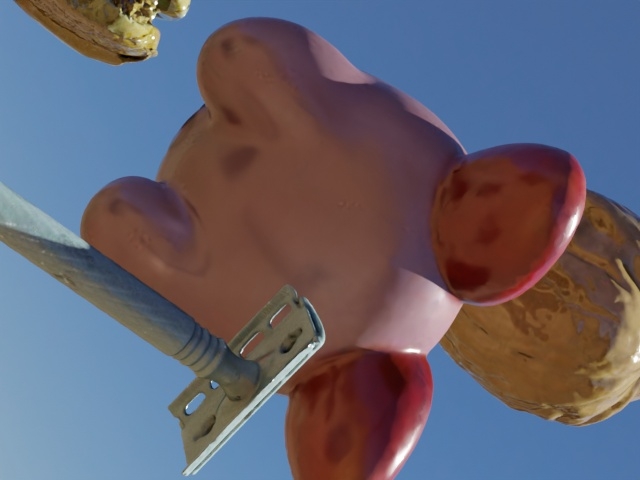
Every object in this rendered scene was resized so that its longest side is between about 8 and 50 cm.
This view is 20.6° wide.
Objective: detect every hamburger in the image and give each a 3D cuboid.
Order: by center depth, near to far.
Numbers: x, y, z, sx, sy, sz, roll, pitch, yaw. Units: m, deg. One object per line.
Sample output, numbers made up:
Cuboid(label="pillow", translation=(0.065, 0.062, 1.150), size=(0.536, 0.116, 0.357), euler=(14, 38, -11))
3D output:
Cuboid(label="hamburger", translation=(-0.207, -0.246, 1.659), size=(0.177, 0.113, 0.185), euler=(25, -15, 43))

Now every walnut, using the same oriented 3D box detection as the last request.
Cuboid(label="walnut", translation=(0.181, 0.043, 1.403), size=(0.213, 0.213, 0.213), euler=(55, -20, 31))

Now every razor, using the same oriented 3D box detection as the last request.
Cuboid(label="razor", translation=(-0.116, 0.023, 0.915), size=(0.232, 0.106, 0.068), euler=(36, 15, -27))

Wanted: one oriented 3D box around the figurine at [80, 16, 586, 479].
Cuboid(label="figurine", translation=(0.007, 0.004, 1.154), size=(0.261, 0.270, 0.211), euler=(35, 4, 10))
